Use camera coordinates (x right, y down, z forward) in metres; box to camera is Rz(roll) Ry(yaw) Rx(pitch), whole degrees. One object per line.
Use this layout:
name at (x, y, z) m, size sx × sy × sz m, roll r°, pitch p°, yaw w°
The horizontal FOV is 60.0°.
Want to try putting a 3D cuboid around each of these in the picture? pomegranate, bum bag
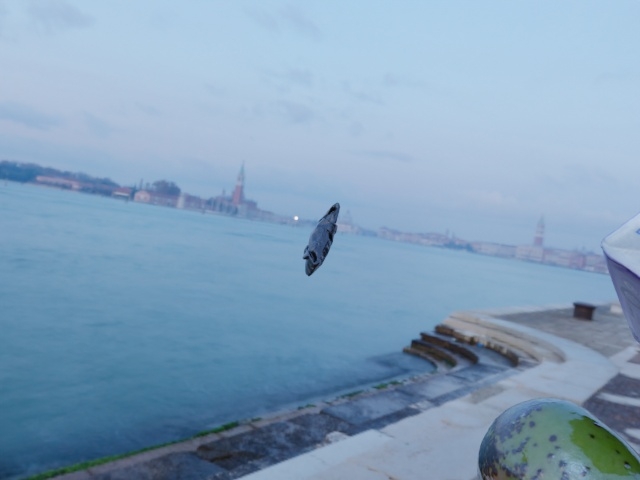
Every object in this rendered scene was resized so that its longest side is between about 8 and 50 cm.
pomegranate at (0.336, 0.415, 0.869) m, size 0.341 × 0.284 × 0.285 m, roll -19°, pitch 12°, yaw -20°
bum bag at (0.001, 0.000, 0.833) m, size 0.034 × 0.124 × 0.058 m, roll 30°, pitch -31°, yaw -9°

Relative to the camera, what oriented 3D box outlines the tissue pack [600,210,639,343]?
tissue pack at (0.603, 0.112, 0.857) m, size 0.338 × 0.160 × 0.242 m, roll 45°, pitch 7°, yaw -42°
